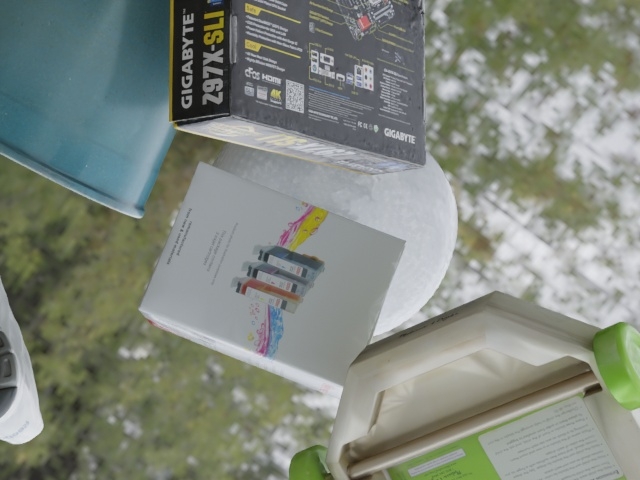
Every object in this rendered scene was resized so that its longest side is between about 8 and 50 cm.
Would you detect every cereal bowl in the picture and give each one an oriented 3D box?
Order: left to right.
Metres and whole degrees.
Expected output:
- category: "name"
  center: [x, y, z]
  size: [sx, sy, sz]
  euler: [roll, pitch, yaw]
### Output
- category: "cereal bowl"
  center: [0.000, 0.000, 2.009]
  size: [0.339, 0.339, 0.141]
  euler: [-46, -167, 33]

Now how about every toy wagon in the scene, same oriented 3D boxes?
- category: "toy wagon"
  center: [0.148, 0.209, 1.078]
  size: [0.267, 0.344, 0.068]
  euler: [-25, -171, 28]

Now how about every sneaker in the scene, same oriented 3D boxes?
- category: "sneaker"
  center: [-0.351, 0.079, 1.549]
  size: [0.111, 0.129, 0.297]
  euler: [-23, -124, 1]

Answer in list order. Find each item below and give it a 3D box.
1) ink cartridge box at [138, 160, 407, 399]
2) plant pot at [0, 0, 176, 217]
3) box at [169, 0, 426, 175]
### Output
- category: "ink cartridge box"
  center: [-0.036, 0.036, 1.245]
  size: [0.128, 0.176, 0.127]
  euler: [107, 6, -81]
- category: "plant pot"
  center: [-0.236, -0.197, 1.543]
  size: [0.255, 0.272, 0.271]
  euler: [-62, -167, 1]
- category: "box"
  center: [-0.012, -0.211, 1.507]
  size: [0.079, 0.322, 0.257]
  euler: [-8, -100, 35]
